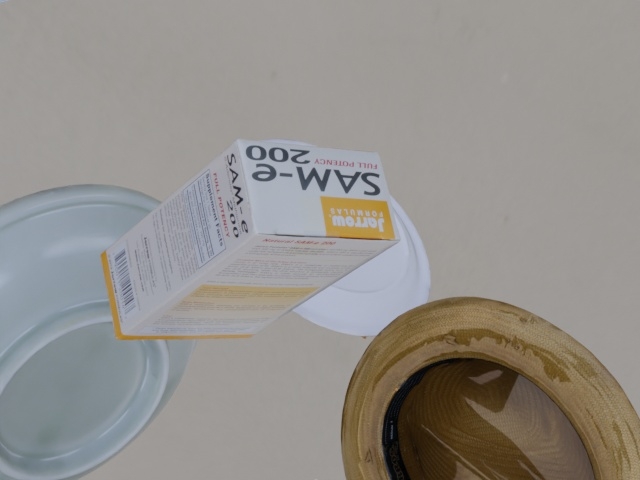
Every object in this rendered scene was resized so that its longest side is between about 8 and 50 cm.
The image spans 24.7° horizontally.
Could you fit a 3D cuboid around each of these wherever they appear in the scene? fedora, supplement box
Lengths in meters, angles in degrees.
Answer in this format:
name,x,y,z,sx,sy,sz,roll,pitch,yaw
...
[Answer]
name,x,y,z,sx,sy,sz,roll,pitch,yaw
fedora,0.107,0.121,0.833,0.194,0.079,0.194,5,100,29
supplement box,-0.027,0.002,0.521,0.062,0.098,0.036,3,65,-38

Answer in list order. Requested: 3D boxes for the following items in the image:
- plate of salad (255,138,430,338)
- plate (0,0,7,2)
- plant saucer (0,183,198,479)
name,x,y,z,sx,sy,sz,roll,pitch,yaw
plate of salad,0.000,0.000,1.183,0.199,0.048,0.200,21,42,-20
plate,-0.386,-0.350,1.650,0.188,0.188,0.024,-9,45,-2
plant saucer,-0.268,0.135,1.494,0.400,0.400,0.100,-41,51,-6
